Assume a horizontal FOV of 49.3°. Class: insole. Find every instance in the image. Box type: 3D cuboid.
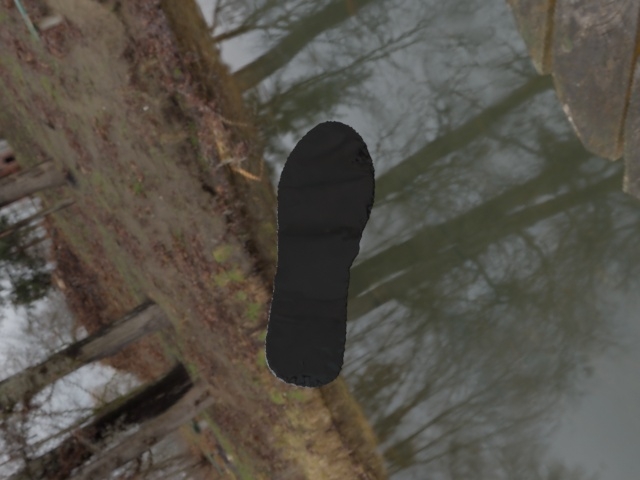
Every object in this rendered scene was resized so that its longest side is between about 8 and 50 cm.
[{"bbox_3d":[0.000,0.000,0.740,0.007,0.109,0.322,114,166,-61],"label":"insole"}]
